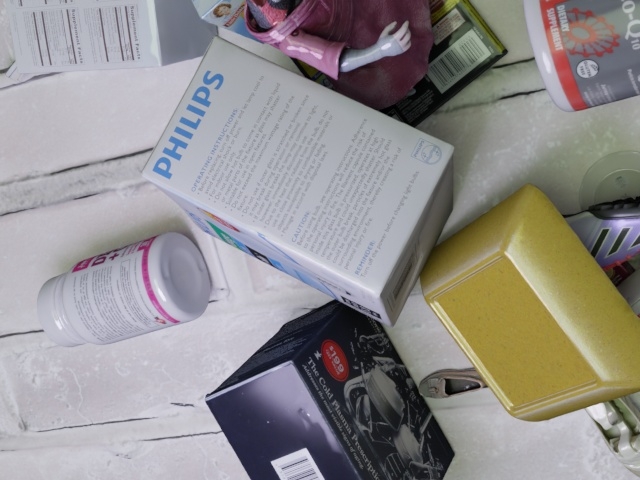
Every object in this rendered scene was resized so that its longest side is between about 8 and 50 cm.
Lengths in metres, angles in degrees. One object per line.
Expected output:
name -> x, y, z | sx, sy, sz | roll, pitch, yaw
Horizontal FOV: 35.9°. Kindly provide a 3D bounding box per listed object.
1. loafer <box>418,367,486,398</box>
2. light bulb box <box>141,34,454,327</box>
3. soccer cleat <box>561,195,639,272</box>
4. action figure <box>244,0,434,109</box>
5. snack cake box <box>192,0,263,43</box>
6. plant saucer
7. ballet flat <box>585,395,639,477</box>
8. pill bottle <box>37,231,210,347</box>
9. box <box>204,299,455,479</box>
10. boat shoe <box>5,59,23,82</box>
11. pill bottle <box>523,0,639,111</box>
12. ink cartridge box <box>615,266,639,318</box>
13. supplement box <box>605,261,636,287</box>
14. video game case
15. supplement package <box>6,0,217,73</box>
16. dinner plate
loafer -> 0.218, 0.240, 1.643 | 0.125, 0.039, 0.045 | -16, 101, 25
light bulb box -> -0.013, -0.069, 1.431 | 0.361, 0.358, 0.225 | 26, 82, 12
soccer cleat -> 0.394, 0.008, 1.433 | 0.318, 0.108, 0.116 | -13, 90, 39
action figure -> -0.005, -0.313, 1.339 | 0.276, 0.370, 0.248 | -27, 72, 39
snack cake box -> -0.057, -0.421, 1.464 | 0.264, 0.152, 0.089 | -36, 67, 28
plant saucer -> 0.297, 0.124, 1.450 | 0.333, 0.081, 0.333 | 54, 150, 3
ballet flat -> 0.464, 0.290, 1.539 | 0.086, 0.086, 0.248 | -34, 93, 27
pill bottle -> -0.353, 0.096, 1.755 | 0.283, 0.160, 0.160 | -17, 100, 25
box -> 0.029, 0.302, 1.587 | 0.179, 0.312, 0.343 | -27, 96, 26
boat shoe -> -0.522, -0.320, 1.761 | 0.035, 0.035, 0.100 | 36, 116, -23
pill bottle -> 0.463, -0.309, 1.273 | 0.363, 0.210, 0.210 | -13, 102, 24
ink cartridge box -> 0.503, 0.143, 1.449 | 0.190, 0.082, 0.139 | 38, 118, -11
supplement box -> 0.439, 0.050, 1.492 | 0.083, 0.043, 0.055 | 45, 116, 2
video game case -> 0.105, -0.300, 1.516 | 0.275, 0.035, 0.248 | -38, 91, 28
supplement package -> -0.330, -0.378, 1.569 | 0.262, 0.199, 0.198 | 1, 107, 21
dinner plate -> 0.455, -0.063, 1.465 | 0.141, 0.017, 0.141 | 6, 107, 20
